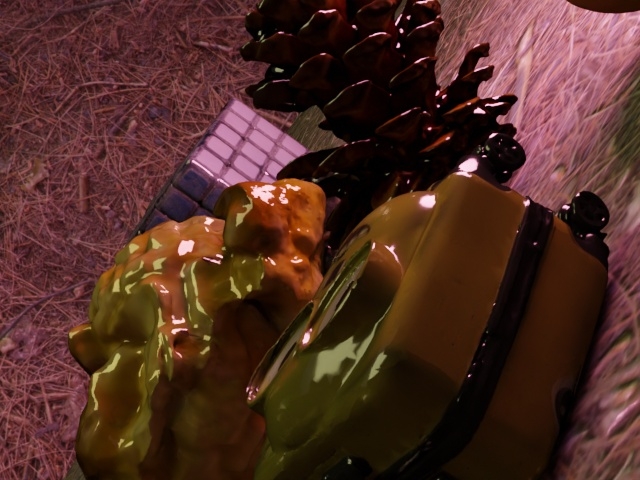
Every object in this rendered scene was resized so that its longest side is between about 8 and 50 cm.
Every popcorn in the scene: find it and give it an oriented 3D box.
[{"bbox_3d":[-0.090,0.088,1.207,0.265,0.225,0.332,49,122,51],"label":"popcorn"}]

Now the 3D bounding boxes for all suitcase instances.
[{"bbox_3d":[0.059,0.068,0.844,0.194,0.143,0.235,-46,12,48],"label":"suitcase"}]

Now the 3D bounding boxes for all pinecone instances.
[{"bbox_3d":[0.038,-0.132,1.287,0.246,0.292,0.246,-33,-10,-7],"label":"pinecone"}]

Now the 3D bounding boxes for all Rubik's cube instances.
[{"bbox_3d":[-0.120,-0.017,1.948,0.237,0.237,0.238,-52,7,30],"label":"Rubik's cube"}]

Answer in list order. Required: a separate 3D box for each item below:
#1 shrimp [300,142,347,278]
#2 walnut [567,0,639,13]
[{"bbox_3d":[-0.001,0.001,1.528,0.372,0.137,0.172,-52,4,26],"label":"shrimp"},{"bbox_3d":[0.240,-0.288,1.081,0.225,0.193,0.193,-63,8,-1],"label":"walnut"}]
